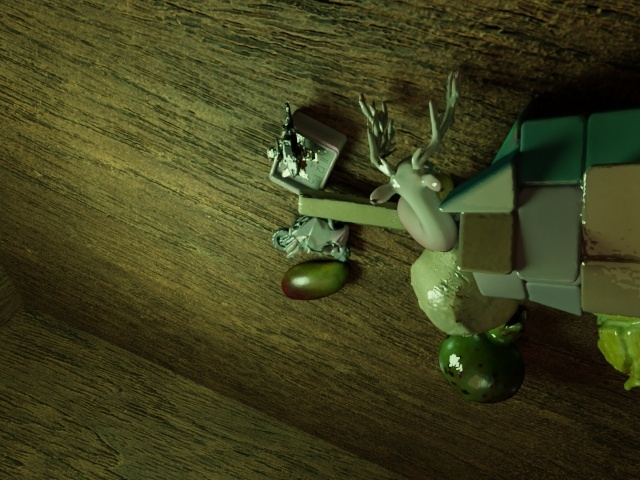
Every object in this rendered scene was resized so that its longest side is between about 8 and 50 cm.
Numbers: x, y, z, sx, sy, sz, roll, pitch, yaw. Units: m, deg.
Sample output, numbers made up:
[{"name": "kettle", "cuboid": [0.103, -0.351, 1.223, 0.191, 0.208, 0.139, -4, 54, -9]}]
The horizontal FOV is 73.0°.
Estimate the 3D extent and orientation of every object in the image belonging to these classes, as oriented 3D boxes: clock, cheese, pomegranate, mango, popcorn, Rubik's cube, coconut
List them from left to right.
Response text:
[{"name": "clock", "cuboid": [-0.038, -0.206, 1.088, 0.150, 0.063, 0.197, 27, 139, -1]}, {"name": "mango", "cuboid": [-0.027, 0.126, 1.380, 0.267, 0.111, 0.133, -18, 110, 33]}, {"name": "cheese", "cuboid": [0.139, -0.071, 1.107, 0.399, 0.034, 0.085, 9, 141, 5]}, {"name": "coconut", "cuboid": [0.346, 0.099, 1.065, 0.244, 0.247, 0.245, -3, 110, -7]}, {"name": "pomegranate", "cuboid": [0.463, 0.317, 1.247, 0.242, 0.242, 0.306, 6, 114, 22]}, {"name": "Rubik's cube", "cuboid": [0.428, -0.069, 0.779, 0.357, 0.388, 0.368, 2, 151, 32]}, {"name": "popcorn", "cuboid": [0.758, 0.194, 0.967, 0.276, 0.276, 0.226, -34, 74, 45]}]

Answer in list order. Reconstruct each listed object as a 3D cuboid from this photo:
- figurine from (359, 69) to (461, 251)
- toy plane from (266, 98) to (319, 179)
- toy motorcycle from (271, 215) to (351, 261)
[{"name": "figurine", "cuboid": [0.197, -0.157, 0.912, 0.206, 0.285, 0.316, -2, 157, 20]}, {"name": "toy plane", "cuboid": [-0.070, -0.224, 0.989, 0.135, 0.062, 0.189, 9, 136, 20]}, {"name": "toy motorcycle", "cuboid": [-0.001, 0.004, 1.243, 0.239, 0.108, 0.204, -22, 119, 41]}]
